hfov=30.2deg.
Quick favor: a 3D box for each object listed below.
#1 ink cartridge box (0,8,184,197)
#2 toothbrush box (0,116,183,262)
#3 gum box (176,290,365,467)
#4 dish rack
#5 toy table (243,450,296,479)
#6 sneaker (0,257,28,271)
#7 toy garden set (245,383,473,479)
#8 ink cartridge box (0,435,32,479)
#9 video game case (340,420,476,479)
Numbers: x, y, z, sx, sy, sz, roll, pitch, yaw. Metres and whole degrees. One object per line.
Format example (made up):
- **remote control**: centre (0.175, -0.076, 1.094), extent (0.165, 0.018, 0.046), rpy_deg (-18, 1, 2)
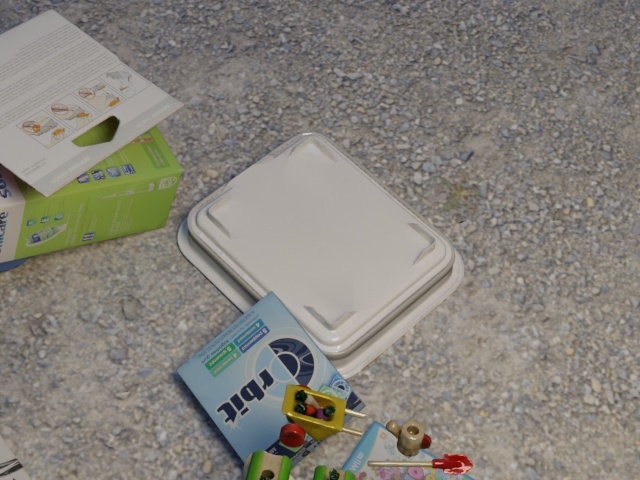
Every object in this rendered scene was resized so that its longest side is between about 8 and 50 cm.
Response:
- **ink cartridge box**: centre (-0.348, -0.165, 1.496), extent (0.239, 0.060, 0.275), rpy_deg (37, 44, 11)
- **toothbrush box**: centre (-0.357, -0.101, 1.560), extent (0.283, 0.122, 0.206), rpy_deg (-14, 56, -35)
- **gum box**: centre (-0.062, 0.180, 1.451), extent (0.157, 0.041, 0.184), rpy_deg (-40, 64, -2)
- **dish rack**: centre (0.000, 0.000, 1.590), extent (0.286, 0.072, 0.333), rpy_deg (-38, 65, -24)
- **toy table**: centre (-0.021, 0.362, 1.258), extent (0.274, 0.252, 0.160), rpy_deg (-8, 39, 31)
- **sneaker**: centre (-0.498, -0.014, 1.555), extent (0.232, 0.090, 0.081), rpy_deg (4, 56, 0)
- **toy garden set**: centre (0.050, 0.241, 1.207), extent (0.244, 0.049, 0.203), rpy_deg (12, 41, 2)
- **ink cartridge box**: centre (-0.405, 0.302, 1.352), extent (0.148, 0.086, 0.203), rpy_deg (-34, 65, -23)
- **video game case**: centre (0.106, 0.305, 1.423), extent (0.166, 0.015, 0.119), rpy_deg (29, 60, 15)
